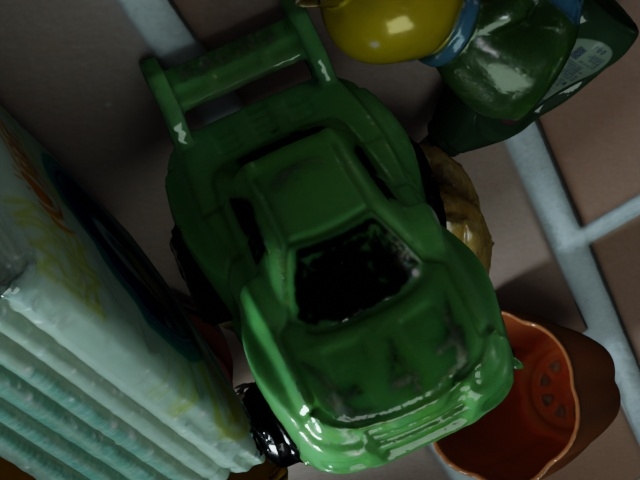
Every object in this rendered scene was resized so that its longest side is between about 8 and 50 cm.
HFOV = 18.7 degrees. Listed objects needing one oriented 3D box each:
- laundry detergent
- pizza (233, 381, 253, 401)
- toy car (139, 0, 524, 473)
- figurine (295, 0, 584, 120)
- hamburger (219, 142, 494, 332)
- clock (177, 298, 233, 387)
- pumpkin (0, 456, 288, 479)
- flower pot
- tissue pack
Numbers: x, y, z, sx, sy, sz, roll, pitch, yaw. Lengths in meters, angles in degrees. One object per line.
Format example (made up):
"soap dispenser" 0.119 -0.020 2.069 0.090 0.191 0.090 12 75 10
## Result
"laundry detergent" 0.176 -0.139 1.712 0.211 0.063 0.137 -42 151 21
"pizza" -0.055 0.192 1.856 0.194 0.069 0.154 -39 144 7
"toy car" 0.000 0.000 1.485 0.213 0.359 0.176 -23 140 -6
"figurine" 0.097 -0.209 1.522 0.234 0.127 0.185 26 91 -22
"hamburger" 0.024 0.027 1.740 0.259 0.144 0.283 -10 141 -12
"clock" -0.225 0.171 1.819 0.318 0.080 0.318 -22 143 -18
"pumpkin" -0.171 0.262 1.672 0.303 0.256 0.225 2 128 2
"flower pot" 0.228 0.166 2.072 0.190 0.190 0.173 -45 156 24
"tissue pack" -0.226 0.039 1.452 0.162 0.287 0.388 -38 147 2
